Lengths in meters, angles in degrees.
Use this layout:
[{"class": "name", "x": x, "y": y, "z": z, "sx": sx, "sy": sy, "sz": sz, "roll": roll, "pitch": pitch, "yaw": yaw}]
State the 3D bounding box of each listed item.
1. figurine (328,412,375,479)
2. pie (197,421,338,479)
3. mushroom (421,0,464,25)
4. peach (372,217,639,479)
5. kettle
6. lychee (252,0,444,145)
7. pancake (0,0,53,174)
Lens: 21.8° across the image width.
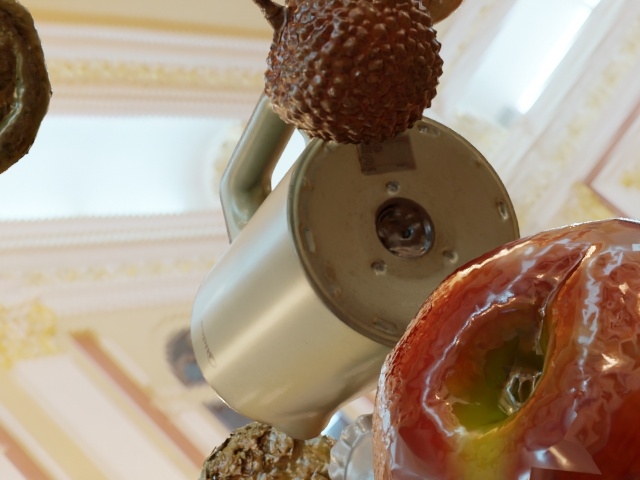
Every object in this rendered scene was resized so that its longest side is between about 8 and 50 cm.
[{"class": "figurine", "x": 0.061, "y": 0.243, "z": 1.469, "sx": 0.143, "sy": 0.143, "sz": 0.271, "roll": 29, "pitch": -98, "yaw": -64}, {"class": "pie", "x": -0.045, "y": 0.369, "z": 2.232, "sx": 0.274, "sy": 0.274, "sz": 0.055, "roll": -57, "pitch": -11, "yaw": 18}, {"class": "mushroom", "x": 0.099, "y": -0.311, "z": 2.028, "sx": 0.206, "sy": 0.209, "sz": 0.206, "roll": -29, "pitch": -25, "yaw": -15}, {"class": "peach", "x": 0.187, "y": 0.151, "z": 0.961, "sx": 0.281, "sy": 0.281, "sz": 0.338, "roll": -49, "pitch": -52, "yaw": 2}, {"class": "kettle", "x": 0.000, "y": 0.000, "z": 1.781, "sx": 0.250, "sy": 0.361, "sz": 0.376, "roll": -13, "pitch": -15, "yaw": -27}, {"class": "lychee", "x": 0.015, "y": -0.169, "z": 1.475, "sx": 0.165, "sy": 0.197, "sz": 0.165, "roll": -161, "pitch": 90, "yaw": -79}, {"class": "pancake", "x": -0.388, "y": -0.157, "z": 1.642, "sx": 0.253, "sy": 0.037, "sz": 0.254, "roll": -4, "pitch": -68, "yaw": -9}]
